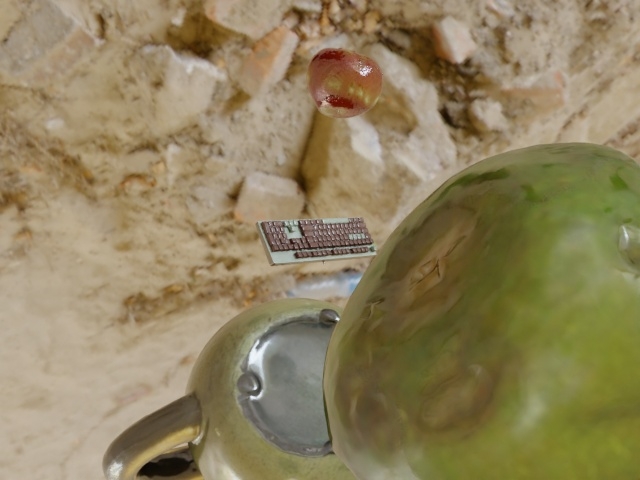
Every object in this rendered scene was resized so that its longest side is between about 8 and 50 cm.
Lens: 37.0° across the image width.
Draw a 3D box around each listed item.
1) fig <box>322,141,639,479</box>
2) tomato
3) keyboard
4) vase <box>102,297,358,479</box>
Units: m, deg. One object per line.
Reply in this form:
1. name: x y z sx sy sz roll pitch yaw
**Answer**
1. fig: 0.142 0.086 0.471 0.275 0.206 0.206 35 113 -25
2. tomato: 0.027 -0.173 1.061 0.087 0.087 0.075 18 88 -50
3. keyboard: 0.000 0.000 1.057 0.166 0.055 0.017 -4 158 -46
4. vase: -0.077 0.216 1.067 0.329 0.241 0.302 -9 154 -16
